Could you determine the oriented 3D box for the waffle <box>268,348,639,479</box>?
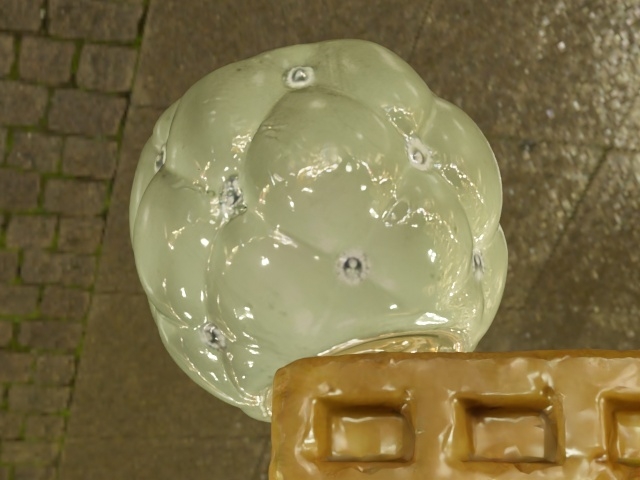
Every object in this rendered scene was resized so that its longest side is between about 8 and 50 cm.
[{"bbox_3d":[0.139,0.153,0.500,0.327,0.224,0.098,-2,159,15],"label":"waffle"}]

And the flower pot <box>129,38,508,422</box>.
[{"bbox_3d":[0.000,0.000,0.792,0.246,0.195,0.246,-15,156,-7],"label":"flower pot"}]
